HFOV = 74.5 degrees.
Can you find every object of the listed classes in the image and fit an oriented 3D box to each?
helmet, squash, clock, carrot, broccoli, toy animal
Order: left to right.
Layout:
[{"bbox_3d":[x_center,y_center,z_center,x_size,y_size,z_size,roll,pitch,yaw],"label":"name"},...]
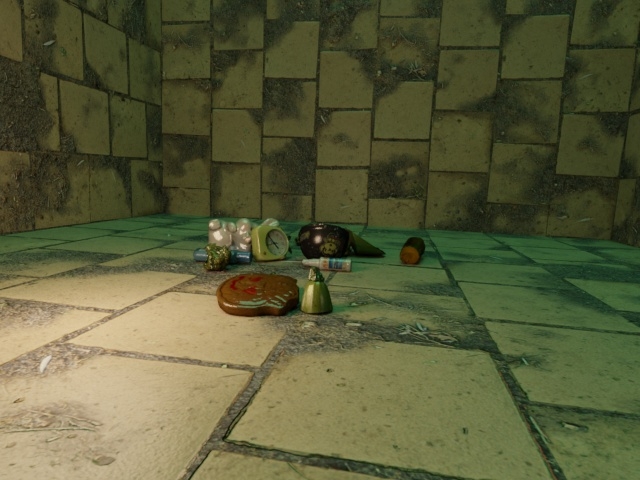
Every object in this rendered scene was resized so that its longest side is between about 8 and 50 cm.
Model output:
[{"bbox_3d":[-0.433,0.068,1.758,0.130,0.120,0.131,-16,28,40],"label":"broccoli"},{"bbox_3d":[-0.387,-0.019,2.117,0.367,0.196,0.241,0,7,-2],"label":"toy animal"},{"bbox_3d":[-0.223,0.017,2.044,0.231,0.170,0.069,3,-16,-42],"label":"clock"},{"bbox_3d":[-0.011,0.147,1.283,0.105,0.132,0.105,2,6,0],"label":"squash"},{"bbox_3d":[0.006,0.032,1.958,0.230,0.161,0.278,17,-28,-27],"label":"helmet"},{"bbox_3d":[0.241,0.004,2.286,0.154,0.204,0.237,-21,9,-2],"label":"squash"},{"bbox_3d":[0.478,0.051,2.178,0.114,0.114,0.302,5,12,19],"label":"carrot"}]

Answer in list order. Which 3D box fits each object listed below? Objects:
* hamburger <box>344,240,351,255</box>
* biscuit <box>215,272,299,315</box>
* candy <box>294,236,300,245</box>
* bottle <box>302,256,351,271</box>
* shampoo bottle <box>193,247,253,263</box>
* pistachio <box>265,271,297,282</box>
[{"bbox_3d":[0.093,0.037,2.252,0.137,0.083,0.147,8,11,13],"label":"hamburger"},{"bbox_3d":[-0.193,0.161,1.321,0.257,0.049,0.273,4,18,-1],"label":"biscuit"},{"bbox_3d":[-0.116,0.003,2.569,0.062,0.058,0.194,44,4,5],"label":"candy"},{"bbox_3d":[0.029,0.104,1.856,0.217,0.060,0.060,2,8,8],"label":"bottle"},{"bbox_3d":[-0.441,0.071,1.925,0.258,0.061,0.104,3,8,6],"label":"shampoo bottle"},{"bbox_3d":[-0.168,0.152,1.489,0.172,0.049,0.090,4,33,-1],"label":"pistachio"}]
